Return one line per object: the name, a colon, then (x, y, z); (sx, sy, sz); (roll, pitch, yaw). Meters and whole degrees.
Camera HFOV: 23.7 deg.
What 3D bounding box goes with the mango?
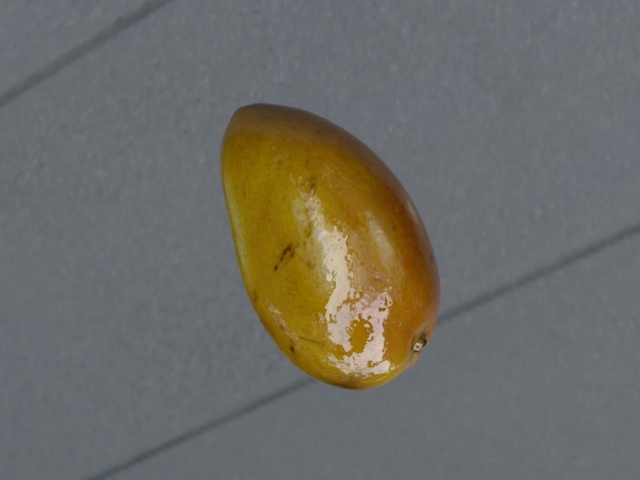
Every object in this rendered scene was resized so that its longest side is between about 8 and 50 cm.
mango: (0.000, 0.000, 1.067); (0.145, 0.112, 0.219); (-29, 90, 37)
